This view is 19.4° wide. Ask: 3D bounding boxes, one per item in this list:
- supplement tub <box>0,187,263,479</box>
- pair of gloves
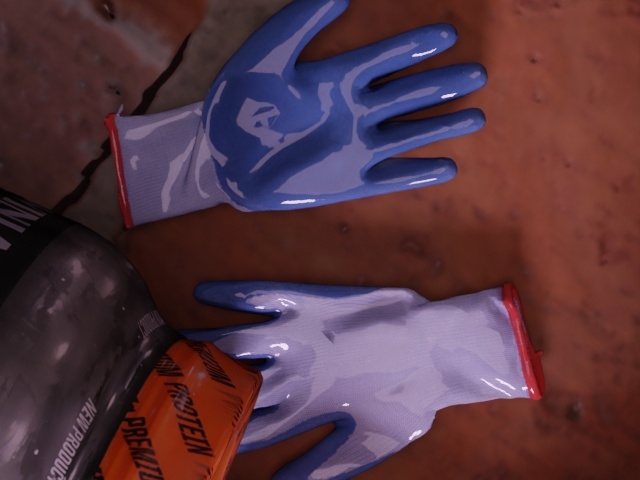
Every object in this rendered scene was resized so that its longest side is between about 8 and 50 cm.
[{"bbox_3d":[-0.206,0.053,0.678,0.338,0.207,0.207,23,94,2],"label":"supplement tub"},{"bbox_3d":[0.000,0.000,0.755,0.159,0.023,0.198,-13,92,2],"label":"pair of gloves"}]
